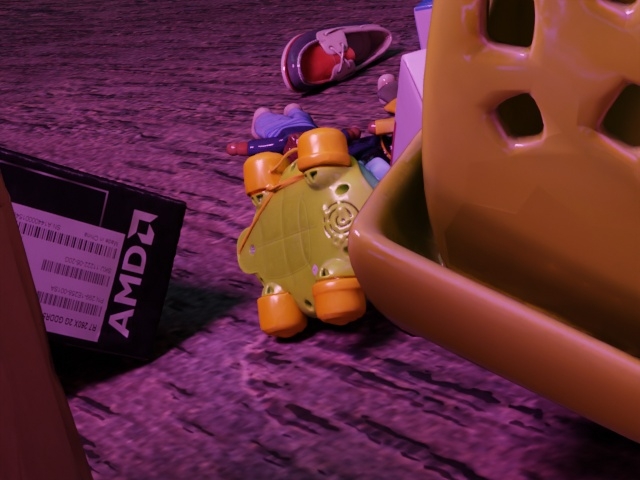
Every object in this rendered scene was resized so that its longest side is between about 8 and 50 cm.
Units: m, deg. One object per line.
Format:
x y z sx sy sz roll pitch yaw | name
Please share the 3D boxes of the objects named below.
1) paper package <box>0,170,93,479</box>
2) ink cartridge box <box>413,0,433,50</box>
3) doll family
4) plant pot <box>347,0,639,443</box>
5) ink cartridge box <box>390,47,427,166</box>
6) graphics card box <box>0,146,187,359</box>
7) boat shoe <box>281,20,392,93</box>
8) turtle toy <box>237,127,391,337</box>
-0.258 0.037 0.444 0.324 0.309 0.168 -12 17 5 | paper package
0.141 -0.199 1.277 0.088 0.052 0.122 -7 18 22 | ink cartridge box
0.039 -0.068 0.936 0.193 0.076 0.111 -20 23 -4 | doll family
0.145 -0.051 0.505 0.227 0.207 0.228 25 27 6 | plant pot
0.128 -0.051 0.710 0.175 0.072 0.127 -16 -24 -8 | ink cartridge box
-0.280 -0.028 0.719 0.371 0.094 0.232 15 -5 -41 | graphics card box
0.014 -0.159 1.267 0.043 0.049 0.137 0 18 32 | boat shoe
0.000 0.000 0.740 0.066 0.095 0.130 0 -10 -34 | turtle toy
